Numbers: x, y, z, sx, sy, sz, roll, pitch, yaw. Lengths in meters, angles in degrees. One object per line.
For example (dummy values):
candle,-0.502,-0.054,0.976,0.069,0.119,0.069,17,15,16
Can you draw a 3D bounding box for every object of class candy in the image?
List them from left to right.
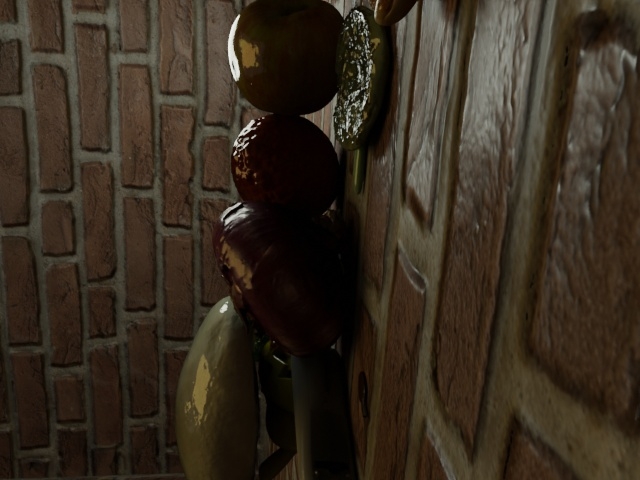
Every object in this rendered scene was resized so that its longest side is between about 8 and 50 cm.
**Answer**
candy,-0.216,0.324,1.312,0.386,0.186,0.427,-101,21,-64

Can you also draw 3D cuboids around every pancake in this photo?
pancake,0.063,-0.274,1.032,0.253,0.037,0.253,-178,90,-74

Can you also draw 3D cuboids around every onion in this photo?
onion,-0.051,0.052,1.208,0.347,0.285,0.347,51,-178,-2

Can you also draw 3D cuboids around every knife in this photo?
knife,0.075,-0.229,1.085,0.043,0.020,0.293,-136,49,-74

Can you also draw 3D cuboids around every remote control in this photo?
remote control,0.008,0.333,1.172,0.313,0.109,0.055,-98,27,-45

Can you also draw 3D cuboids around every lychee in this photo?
lychee,-0.069,-0.158,1.358,0.255,0.300,0.255,11,106,43

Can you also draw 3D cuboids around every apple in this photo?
apple,-0.065,-0.380,1.282,0.264,0.264,0.264,-179,90,-82

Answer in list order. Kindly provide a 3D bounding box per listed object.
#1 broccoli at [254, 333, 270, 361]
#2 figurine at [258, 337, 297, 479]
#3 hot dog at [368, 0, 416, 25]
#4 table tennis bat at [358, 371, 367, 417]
broccoli,-0.104,0.200,1.594,0.270,0.270,0.270,-53,-9,-26
figurine,-0.051,0.341,1.346,0.218,0.169,0.326,-48,41,37
hot dog,0.111,-0.352,0.668,0.249,0.076,0.102,106,161,-53
table tennis bat,0.074,0.268,1.055,0.050,0.007,0.083,102,169,-48
